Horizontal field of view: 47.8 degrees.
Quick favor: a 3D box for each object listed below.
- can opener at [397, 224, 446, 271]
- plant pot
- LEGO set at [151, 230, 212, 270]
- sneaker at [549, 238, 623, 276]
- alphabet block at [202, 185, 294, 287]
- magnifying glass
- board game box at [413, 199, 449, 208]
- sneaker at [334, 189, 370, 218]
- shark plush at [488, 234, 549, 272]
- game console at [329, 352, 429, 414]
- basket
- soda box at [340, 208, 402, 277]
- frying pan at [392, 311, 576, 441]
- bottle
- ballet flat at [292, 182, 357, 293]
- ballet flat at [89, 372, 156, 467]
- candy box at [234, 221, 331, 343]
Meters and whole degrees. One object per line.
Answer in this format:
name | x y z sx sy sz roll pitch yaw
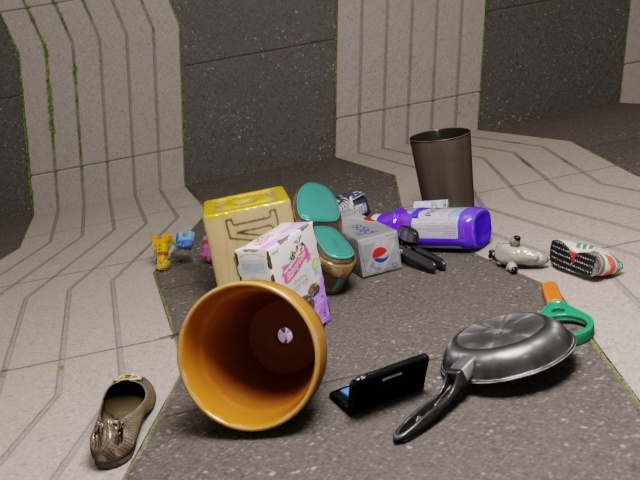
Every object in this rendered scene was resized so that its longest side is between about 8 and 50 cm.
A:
can opener | 0.205 0.027 1.570 0.059 0.073 0.186 -14 26 -17
plant pot | -0.078 0.155 1.065 0.205 0.205 0.188 -6 0 14
LEGO set | -0.379 0.034 1.898 0.227 0.093 0.087 -6 -16 31
sneaker | 0.503 0.035 1.371 0.075 0.057 0.161 3 10 -17
alphabet block | -0.152 0.003 1.620 0.194 0.197 0.192 -12 16 -7
magnifying glass | 0.389 0.117 1.187 0.092 0.026 0.231 -7 17 13
board game box | 0.271 -0.057 1.791 0.090 0.090 0.020 -1 -27 27
sneaker | 0.057 -0.069 1.934 0.153 0.099 0.282 -11 12 5
shark plush | 0.391 0.038 1.475 0.067 0.073 0.161 5 -11 -18
game console | 0.081 0.192 1.026 0.122 0.107 0.071 -16 45 -20
basket | 0.321 -0.162 1.856 0.154 0.226 0.204 -10 14 1
soda box | 0.083 0.001 1.675 0.098 0.091 0.286 -14 16 -15
frying pan | 0.208 0.173 1.033 0.326 0.053 0.197 -19 9 -15
bottle | 0.247 -0.030 1.677 0.283 0.092 0.118 2 14 37
ballet flat | 0.000 0.000 1.586 0.116 0.124 0.342 3 31 -18
ballet flat | -0.298 0.250 1.078 0.084 0.058 0.250 -10 15 -2
candy box | -0.062 0.082 1.274 0.070 0.196 0.165 -2 18 30
